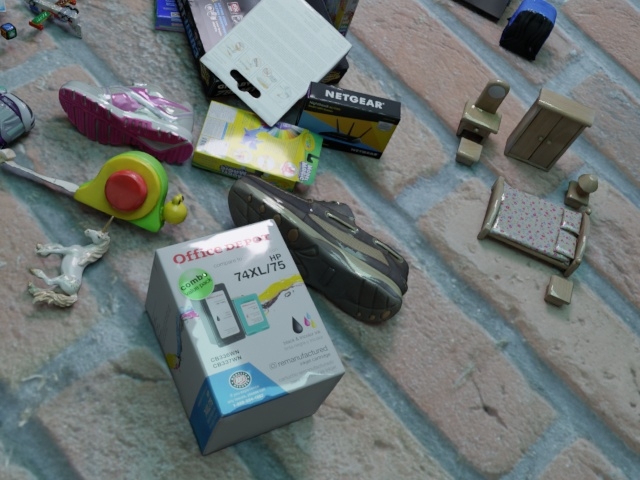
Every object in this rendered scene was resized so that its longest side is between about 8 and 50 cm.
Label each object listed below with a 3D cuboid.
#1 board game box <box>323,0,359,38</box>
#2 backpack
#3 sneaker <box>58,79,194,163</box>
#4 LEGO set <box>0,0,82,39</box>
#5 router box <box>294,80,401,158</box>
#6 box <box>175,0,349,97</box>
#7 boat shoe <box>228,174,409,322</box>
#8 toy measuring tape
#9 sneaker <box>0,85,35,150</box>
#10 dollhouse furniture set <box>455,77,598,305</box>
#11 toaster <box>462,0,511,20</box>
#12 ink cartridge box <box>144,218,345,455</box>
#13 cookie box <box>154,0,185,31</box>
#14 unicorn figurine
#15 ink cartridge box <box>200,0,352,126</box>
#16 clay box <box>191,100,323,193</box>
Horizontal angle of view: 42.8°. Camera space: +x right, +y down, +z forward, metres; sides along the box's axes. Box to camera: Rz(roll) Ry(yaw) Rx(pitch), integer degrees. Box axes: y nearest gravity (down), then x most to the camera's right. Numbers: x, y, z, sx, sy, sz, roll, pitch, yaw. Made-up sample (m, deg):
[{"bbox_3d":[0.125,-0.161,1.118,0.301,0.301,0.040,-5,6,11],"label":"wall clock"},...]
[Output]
[{"bbox_3d":[0.033,-0.481,1.681,0.026,0.154,0.103,-11,64,-21],"label":"board game box"},{"bbox_3d":[0.469,-0.488,1.831,0.098,0.120,0.101,22,57,-2],"label":"backpack"},{"bbox_3d":[-0.340,-0.231,1.469,0.252,0.103,0.111,21,53,-11],"label":"sneaker"},{"bbox_3d":[-0.566,-0.461,1.571,0.183,0.060,0.244,-8,52,-20],"label":"LEGO set"},{"bbox_3d":[0.048,-0.226,1.550,0.179,0.133,0.046,11,58,-9],"label":"router box"},{"bbox_3d":[-0.124,-0.438,1.631,0.294,0.073,0.295,-11,73,-25],"label":"box"},{"bbox_3d":[0.000,0.000,1.423,0.355,0.132,0.130,38,48,-3],"label":"boat shoe"},{"bbox_3d":[-0.373,-0.118,1.372,0.330,0.121,0.121,24,57,-2],"label":"toy measuring tape"},{"bbox_3d":[-0.607,-0.246,1.405,0.224,0.083,0.098,36,62,5],"label":"sneaker"},{"bbox_3d":[0.393,-0.105,1.556,0.303,0.173,0.355,23,57,-2],"label":"dollhouse furniture set"},{"bbox_3d":[0.382,-0.627,1.894,0.186,0.110,0.168,29,56,2],"label":"toaster"},{"bbox_3d":[-0.125,0.145,1.245,0.198,0.197,0.270,-16,66,-24],"label":"ink cartridge box"},{"bbox_3d":[-0.288,-0.475,1.651,0.092,0.040,0.107,3,61,-16],"label":"cookie box"},{"bbox_3d":[-0.405,0.035,1.319,0.111,0.060,0.161,10,75,-11],"label":"unicorn figurine"},{"bbox_3d":[-0.084,-0.351,1.554,0.189,0.066,0.232,43,81,-2],"label":"ink cartridge box"},{"bbox_3d":[-0.114,-0.168,1.517,0.222,0.053,0.127,17,57,-8],"label":"clay box"}]
